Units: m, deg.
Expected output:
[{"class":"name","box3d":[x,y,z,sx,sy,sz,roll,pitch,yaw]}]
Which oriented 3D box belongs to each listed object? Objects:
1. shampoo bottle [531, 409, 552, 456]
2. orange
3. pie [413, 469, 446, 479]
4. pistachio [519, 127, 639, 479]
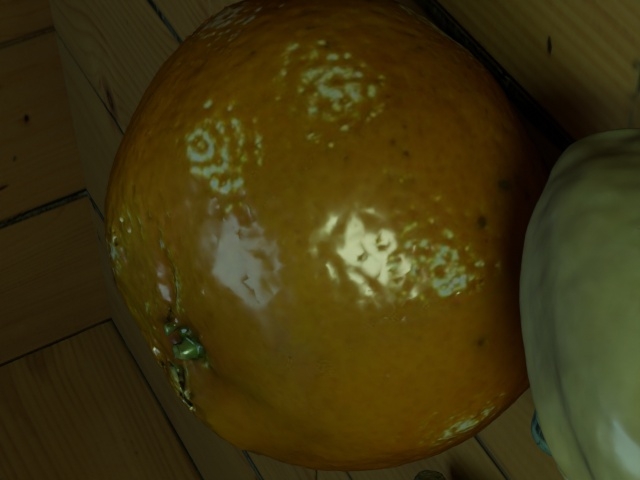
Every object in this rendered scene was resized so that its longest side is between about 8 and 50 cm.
[{"class":"shampoo bottle","box3d":[0.222,0.107,1.063,0.065,0.065,0.204,54,157,33]},{"class":"orange","box3d":[0.000,0.000,1.067,0.424,0.326,0.424,43,150,33]},{"class":"pie","box3d":[0.170,0.356,1.447,0.205,0.084,0.178,21,129,67]},{"class":"pistachio","box3d":[0.225,0.067,0.804,0.187,0.188,0.299,99,166,-57]}]
